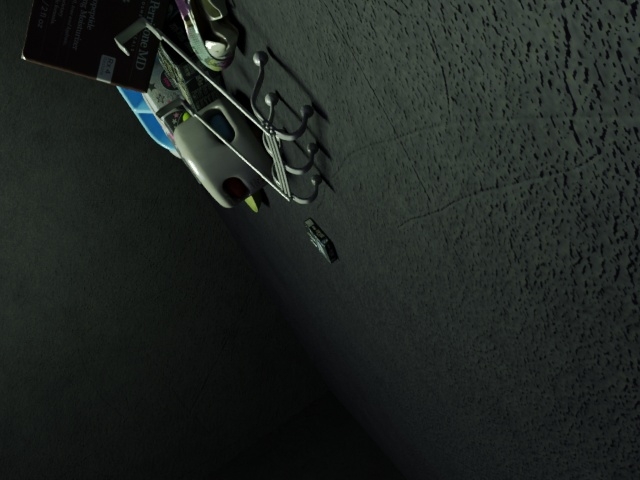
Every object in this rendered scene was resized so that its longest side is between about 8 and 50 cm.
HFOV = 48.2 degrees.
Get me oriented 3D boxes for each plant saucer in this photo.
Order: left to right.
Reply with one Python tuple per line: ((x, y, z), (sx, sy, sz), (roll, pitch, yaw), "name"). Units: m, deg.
((-0.219, -0.185, 1.889), (0.241, 0.037, 0.241), (54, 171, 13), "plant saucer")

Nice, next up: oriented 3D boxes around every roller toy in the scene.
((-0.176, -0.173, 1.397), (0.209, 0.146, 0.191), (56, -179, -20), "roller toy")

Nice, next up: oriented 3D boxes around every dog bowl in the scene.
((-0.403, -0.343, 1.788), (0.166, 0.074, 0.297), (9, 142, 36), "dog bowl")

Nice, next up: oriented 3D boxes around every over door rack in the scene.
((-0.136, -0.209, 1.115), (0.324, 0.108, 0.239), (31, 164, 15), "over door rack")

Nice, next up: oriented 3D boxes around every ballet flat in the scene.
((-0.165, -0.334, 1.065), (0.079, 0.077, 0.221), (26, 154, 32), "ballet flat")

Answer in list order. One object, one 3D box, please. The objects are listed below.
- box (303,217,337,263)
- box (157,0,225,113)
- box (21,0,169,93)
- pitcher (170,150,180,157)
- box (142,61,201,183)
((0.000, 0.000, 1.475), (0.083, 0.018, 0.067), (49, 168, 34), "box")
((-0.268, -0.364, 1.418), (0.147, 0.078, 0.180), (53, 170, 18), "box")
((-0.377, -0.360, 1.223), (0.203, 0.168, 0.167), (14, -171, -16), "box")
((-0.390, -0.337, 2.008), (0.177, 0.126, 0.207), (61, 162, 20), "pitcher")
((-0.281, -0.273, 1.591), (0.247, 0.142, 0.163), (55, 171, 3), "box")
